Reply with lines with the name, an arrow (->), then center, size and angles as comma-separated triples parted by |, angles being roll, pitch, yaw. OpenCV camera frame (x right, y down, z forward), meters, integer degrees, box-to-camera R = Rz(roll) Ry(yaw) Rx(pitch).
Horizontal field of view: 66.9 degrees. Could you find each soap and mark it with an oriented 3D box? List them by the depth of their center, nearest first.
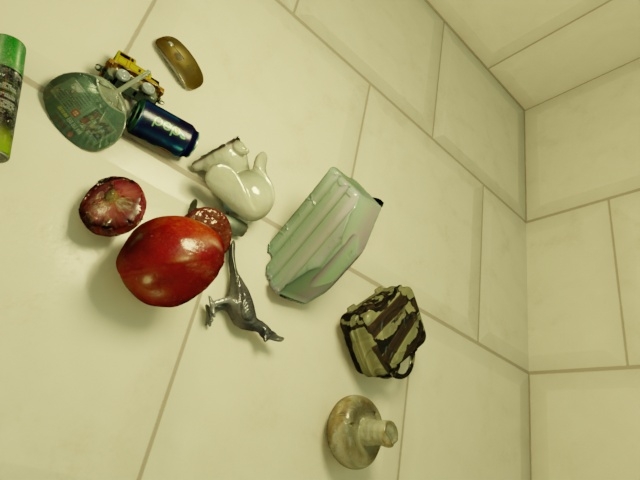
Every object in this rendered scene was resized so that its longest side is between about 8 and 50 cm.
soap -> 0.000, 0.000, 1.663 | 0.156, 0.446, 0.261 | 26, 20, -45

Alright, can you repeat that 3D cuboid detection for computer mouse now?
computer mouse -> -0.477, -0.609, 1.652 | 0.199, 0.045, 0.102 | 57, 44, -12

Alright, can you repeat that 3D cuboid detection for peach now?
peach -> -0.399, 0.048, 1.313 | 0.245, 0.275, 0.248 | 46, 27, -73

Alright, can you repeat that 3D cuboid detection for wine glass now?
wine glass -> -0.333, -0.070, 1.585 | 0.198, 0.066, 0.066 | 25, 60, -36

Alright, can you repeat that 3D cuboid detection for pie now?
pie -> -0.359, -0.015, 1.509 | 0.183, 0.050, 0.182 | -7, 102, -35

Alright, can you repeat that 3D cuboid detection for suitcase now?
suitcase -> 0.248, 0.371, 1.871 | 0.352, 0.194, 0.339 | -26, 100, -43

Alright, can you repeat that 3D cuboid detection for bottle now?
bottle -> -0.813, -0.362, 1.223 | 0.093, 0.093, 0.329 | 12, 68, -39

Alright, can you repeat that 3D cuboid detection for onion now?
onion -> -0.558, -0.083, 1.333 | 0.147, 0.184, 0.183 | 75, 21, -63

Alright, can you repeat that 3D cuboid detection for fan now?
fan -> -0.621, -0.372, 1.390 | 0.295, 0.012, 0.223 | -11, 96, -23

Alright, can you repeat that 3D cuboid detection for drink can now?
drink can -> -0.485, -0.343, 1.501 | 0.205, 0.118, 0.118 | 25, 60, -33

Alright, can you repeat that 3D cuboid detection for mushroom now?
mushroom -> 0.148, 0.651, 1.655 | 0.244, 0.244, 0.243 | 16, 65, -38

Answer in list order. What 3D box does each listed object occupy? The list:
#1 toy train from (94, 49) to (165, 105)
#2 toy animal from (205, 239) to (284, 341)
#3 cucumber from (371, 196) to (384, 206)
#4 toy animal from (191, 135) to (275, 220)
toy train -> -0.577, -0.493, 1.492 | 0.219, 0.089, 0.127 | 25, 49, -33
toy animal -> -0.276, 0.195, 1.532 | 0.206, 0.081, 0.366 | -24, 84, -40
cucumber -> 0.174, -0.160, 2.070 | 0.300, 0.072, 0.072 | 3, 73, -42
toy animal -> -0.262, -0.212, 1.618 | 0.289, 0.174, 0.249 | 45, 51, -20
